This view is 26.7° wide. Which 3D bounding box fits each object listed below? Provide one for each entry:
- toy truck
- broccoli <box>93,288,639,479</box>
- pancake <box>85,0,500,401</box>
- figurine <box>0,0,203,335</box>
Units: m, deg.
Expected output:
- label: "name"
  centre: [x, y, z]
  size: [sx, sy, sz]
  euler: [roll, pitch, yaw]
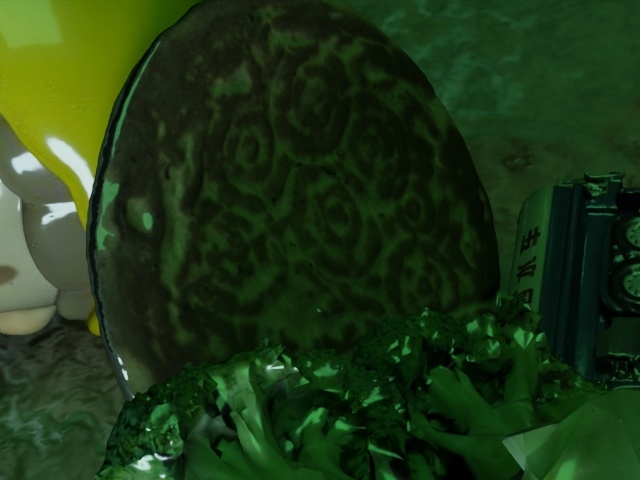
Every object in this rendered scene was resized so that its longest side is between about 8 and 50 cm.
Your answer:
- label: "toy truck"
  centre: [0.124, 0.048, 0.639]
  size: [0.088, 0.074, 0.201]
  euler: [2, 46, 15]
- label: "broccoli"
  centre: [0.040, 0.126, 0.443]
  size: [0.270, 0.270, 0.270]
  euler: [11, 57, -18]
- label: "pancake"
  centre: [0.000, 0.000, 0.615]
  size: [0.031, 0.250, 0.250]
  euler: [-17, 29, 48]
- label: "figurine"
  centre: [-0.201, -0.032, 0.659]
  size: [0.344, 0.215, 0.187]
  euler: [-14, 42, -4]
